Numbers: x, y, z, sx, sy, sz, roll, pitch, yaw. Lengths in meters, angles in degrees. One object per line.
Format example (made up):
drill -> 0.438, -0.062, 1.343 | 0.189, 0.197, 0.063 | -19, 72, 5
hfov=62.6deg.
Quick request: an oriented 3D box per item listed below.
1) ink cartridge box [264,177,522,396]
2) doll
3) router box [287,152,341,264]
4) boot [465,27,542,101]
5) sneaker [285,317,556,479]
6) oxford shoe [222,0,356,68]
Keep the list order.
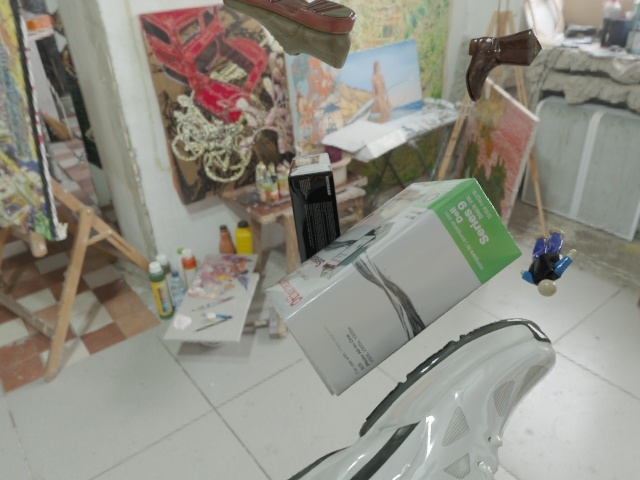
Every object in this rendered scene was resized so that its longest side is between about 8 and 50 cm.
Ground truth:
ink cartridge box -> 0.080, 0.047, 0.710 | 0.289, 0.121, 0.211 | -36, 10, -7
doll -> 0.502, 0.048, 1.158 | 0.129, 0.046, 0.189 | -29, 23, 43
router box -> 0.000, 0.000, 1.023 | 0.081, 0.309, 0.243 | -8, 17, 1
boot -> 0.292, -0.277, 0.841 | 0.114, 0.106, 0.037 | 13, 25, 43
sneaker -> 0.132, 0.292, 0.532 | 0.447, 0.169, 0.257 | -36, 54, -12
oxford shoe -> -0.087, -0.469, 1.146 | 0.348, 0.130, 0.123 | 30, 47, 26
